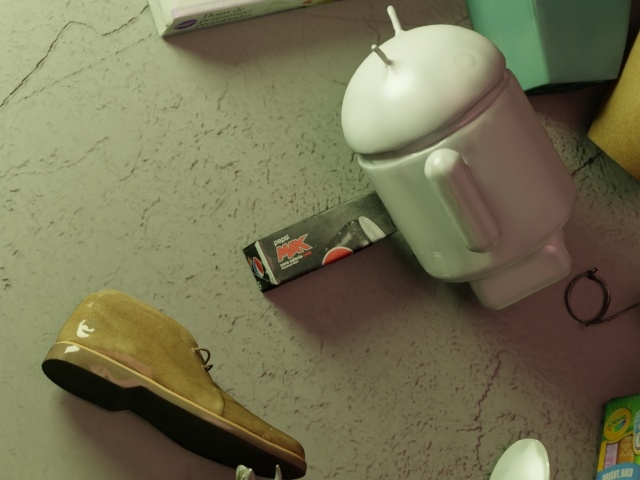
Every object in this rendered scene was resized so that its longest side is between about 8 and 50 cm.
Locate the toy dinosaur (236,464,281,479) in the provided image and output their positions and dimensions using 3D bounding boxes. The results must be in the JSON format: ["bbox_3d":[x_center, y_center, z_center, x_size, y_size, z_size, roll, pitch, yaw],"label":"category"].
[{"bbox_3d":[0.002,0.369,1.607,0.313,0.160,0.121,38,67,-9],"label":"toy dinosaur"}]

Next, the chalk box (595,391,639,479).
[{"bbox_3d":[0.442,0.272,1.793,0.180,0.179,0.289,17,75,-17],"label":"chalk box"}]

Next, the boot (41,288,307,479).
[{"bbox_3d":[-0.136,0.155,1.637,0.305,0.112,0.115,30,58,-11],"label":"boot"}]

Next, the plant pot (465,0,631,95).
[{"bbox_3d":[0.279,-0.301,1.882,0.166,0.165,0.234,-6,88,-24],"label":"plant pot"}]

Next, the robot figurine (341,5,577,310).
[{"bbox_3d":[0.155,-0.094,1.730,0.200,0.300,0.353,-29,109,10],"label":"robot figurine"}]

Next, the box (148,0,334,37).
[{"bbox_3d":[-0.043,-0.307,1.800,0.324,0.063,0.067,-15,82,-25],"label":"box"}]

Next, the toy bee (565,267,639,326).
[{"bbox_3d":[0.482,0.085,1.872,0.298,0.162,0.195,-17,86,-25],"label":"toy bee"}]

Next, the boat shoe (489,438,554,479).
[{"bbox_3d":[0.234,0.340,1.764,0.070,0.078,0.219,37,57,-49],"label":"boat shoe"}]

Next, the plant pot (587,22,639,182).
[{"bbox_3d":[0.458,-0.184,1.881,0.237,0.237,0.254,38,100,-10],"label":"plant pot"}]

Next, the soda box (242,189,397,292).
[{"bbox_3d":[0.000,0.000,1.751,0.169,0.053,0.060,-24,88,-25],"label":"soda box"}]
